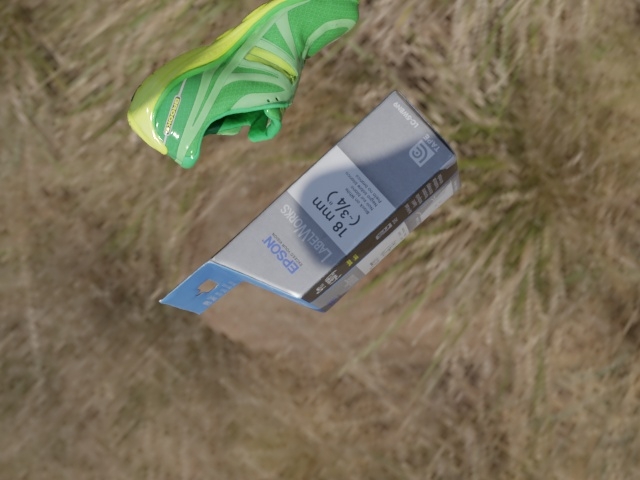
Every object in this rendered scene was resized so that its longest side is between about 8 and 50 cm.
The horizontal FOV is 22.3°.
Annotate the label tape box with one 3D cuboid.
[{"bbox_3d":[0.000,0.000,1.792,0.334,0.240,0.106,-43,81,1],"label":"label tape box"}]

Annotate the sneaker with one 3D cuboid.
[{"bbox_3d":[-0.068,-0.171,1.737,0.123,0.295,0.109,52,156,6],"label":"sneaker"}]
